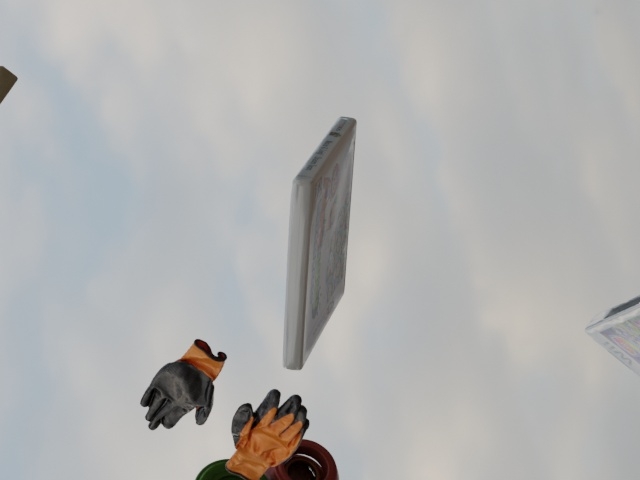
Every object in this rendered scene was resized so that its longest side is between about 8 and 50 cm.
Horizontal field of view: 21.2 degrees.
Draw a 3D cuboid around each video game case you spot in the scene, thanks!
[{"bbox_3d":[0.000,0.000,1.321,0.143,0.019,0.157,-57,-27,-62],"label":"video game case"},{"bbox_3d":[0.152,0.053,0.664,0.087,0.011,0.122,38,171,2],"label":"video game case"}]

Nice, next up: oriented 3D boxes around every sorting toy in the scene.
[{"bbox_3d":[-0.033,0.163,1.057,0.102,0.042,0.061,-16,-121,-29],"label":"sorting toy"}]

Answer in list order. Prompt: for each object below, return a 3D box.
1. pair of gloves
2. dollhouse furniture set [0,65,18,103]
[{"bbox_3d":[-0.050,0.091,0.888,0.083,0.074,0.010,31,-138,-8],"label":"pair of gloves"},{"bbox_3d":[-0.218,-0.065,0.770,0.129,0.184,0.129,37,-106,-16],"label":"dollhouse furniture set"}]
